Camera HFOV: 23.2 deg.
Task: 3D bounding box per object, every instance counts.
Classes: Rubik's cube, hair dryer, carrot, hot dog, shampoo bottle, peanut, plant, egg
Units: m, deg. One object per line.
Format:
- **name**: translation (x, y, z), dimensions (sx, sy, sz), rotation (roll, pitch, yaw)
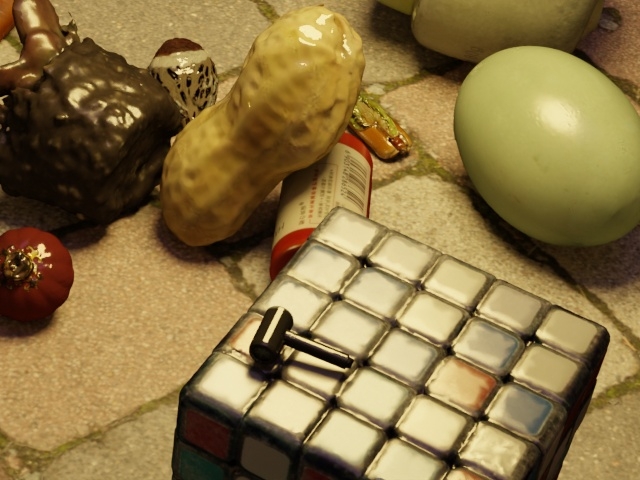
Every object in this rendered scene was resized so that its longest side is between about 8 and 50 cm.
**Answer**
- **Rubik's cube**: translation (0.053, 0.197, 1.401), dimensions (0.287, 0.292, 0.293), rotation (25, 43, 15)
- **hair dryer**: translation (-0.014, 0.089, 1.278), dimensions (0.083, 0.026, 0.047), rotation (22, 47, 3)
- **carrot**: translation (-0.426, -0.246, 1.962), dimensions (0.048, 0.048, 0.216), rotation (15, 48, 5)
- **hot dog**: translation (0.064, -0.149, 1.946), dimensions (0.056, 0.041, 0.133), rotation (-22, 52, -30)
- **shampoo bottle**: translation (0.234, -0.385, 2.025), dimensions (0.317, 0.322, 0.322), rotation (25, 45, 5)
- **peanut**: translation (-0.069, -0.120, 1.729), dimensions (0.149, 0.313, 0.149), rotation (40, 22, -19)
- **plant**: translation (-0.285, -0.135, 1.759), dimensions (0.234, 0.204, 0.178), rotation (30, 35, 11)
- **egg**: translation (0.270, -0.111, 1.826), dimensions (0.203, 0.203, 0.283), rotation (-21, 53, -29)
- **shampoo bottle**: translation (0.000, 0.000, 1.730), dimensions (0.104, 0.104, 0.278), rotation (8, 43, -2)

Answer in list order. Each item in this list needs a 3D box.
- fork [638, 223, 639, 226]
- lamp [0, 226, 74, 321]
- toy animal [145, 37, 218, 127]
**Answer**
- **fork**: translation (0.427, -0.025, 1.907), dimensions (0.115, 0.012, 0.016), rotation (-6, 49, -23)
- **lamp**: translation (-0.310, 0.036, 1.647), dimensions (0.101, 0.090, 0.101), rotation (-1, 80, 4)
- **toy animal**: translation (-0.166, -0.186, 1.905), dimensions (0.098, 0.098, 0.137), rotation (-8, 46, -19)
